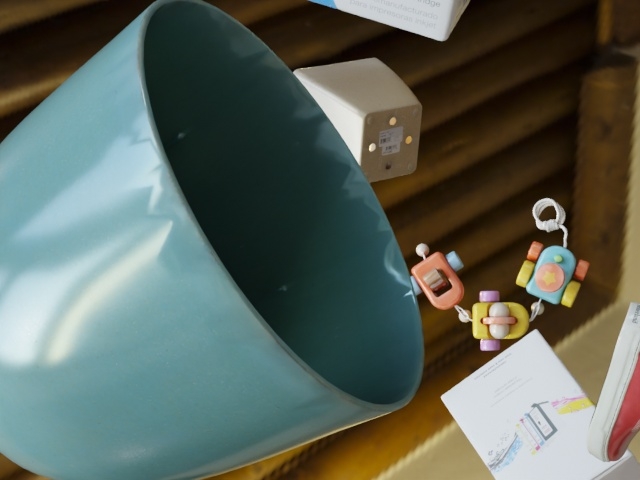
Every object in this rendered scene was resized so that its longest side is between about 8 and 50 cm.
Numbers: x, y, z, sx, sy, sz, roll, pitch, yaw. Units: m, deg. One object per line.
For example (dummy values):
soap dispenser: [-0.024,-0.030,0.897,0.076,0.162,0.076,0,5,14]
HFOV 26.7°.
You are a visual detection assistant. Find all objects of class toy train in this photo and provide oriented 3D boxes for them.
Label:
toy train: [0.168,0.033,1.272,0.166,0.125,0.046,-28,-8,9]

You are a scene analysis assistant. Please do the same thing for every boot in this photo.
boot: [0.396,0.185,1.485,0.244,0.176,0.088,95,-161,-47]

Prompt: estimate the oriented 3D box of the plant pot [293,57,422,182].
plant pot: [0.040,-0.109,1.331,0.109,0.096,0.109,-13,-60,-34]

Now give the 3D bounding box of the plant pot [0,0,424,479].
plant pot: [-0.109,0.028,0.881,0.235,0.293,0.293,-31,-41,21]

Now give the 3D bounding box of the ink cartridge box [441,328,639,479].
ink cartridge box: [0.314,0.282,1.855,0.168,0.232,0.171,-36,-37,3]

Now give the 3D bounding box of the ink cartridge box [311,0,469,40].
ink cartridge box: [0.049,-0.355,1.158,0.307,0.223,0.129,99,-165,-45]
